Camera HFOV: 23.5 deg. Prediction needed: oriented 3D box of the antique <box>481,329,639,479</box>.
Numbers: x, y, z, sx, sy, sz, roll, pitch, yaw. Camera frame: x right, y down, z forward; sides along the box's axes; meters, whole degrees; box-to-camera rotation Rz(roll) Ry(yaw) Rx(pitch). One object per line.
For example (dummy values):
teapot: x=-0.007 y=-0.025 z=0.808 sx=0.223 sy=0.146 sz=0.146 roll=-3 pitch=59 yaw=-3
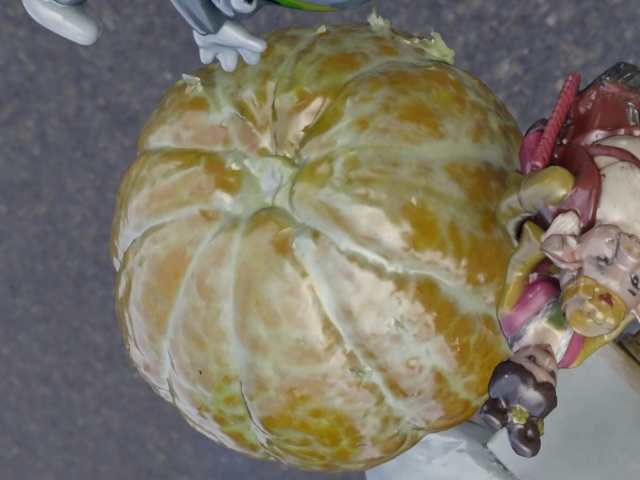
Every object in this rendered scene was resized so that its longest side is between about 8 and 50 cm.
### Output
antique: x=0.229 y=0.150 z=1.130 sx=0.146 sy=0.148 sz=0.152 roll=43 pitch=-170 yaw=19

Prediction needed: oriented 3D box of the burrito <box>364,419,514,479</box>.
burrito: x=0.213 y=0.292 z=1.530 sx=0.445 sy=0.139 sz=0.101 roll=27 pitch=178 yaw=31

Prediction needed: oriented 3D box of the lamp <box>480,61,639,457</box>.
lamp: x=0.152 y=0.004 z=0.868 sx=0.118 sy=0.253 sz=0.118 roll=12 pitch=129 yaw=15

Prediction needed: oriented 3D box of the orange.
orange: x=0.000 y=0.000 z=1.092 sx=0.329 sy=0.329 sz=0.249 roll=21 pitch=166 yaw=30

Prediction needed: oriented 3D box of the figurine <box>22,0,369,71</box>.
figurine: x=-0.066 y=-0.172 z=0.821 sx=0.265 sy=0.140 sz=0.193 roll=13 pitch=155 yaw=10
